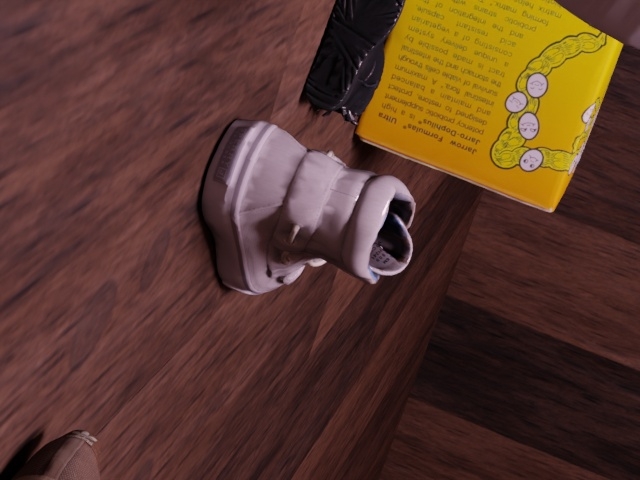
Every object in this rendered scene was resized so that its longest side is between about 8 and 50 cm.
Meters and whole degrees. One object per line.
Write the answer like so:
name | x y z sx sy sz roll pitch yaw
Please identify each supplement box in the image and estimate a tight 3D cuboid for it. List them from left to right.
supplement box | 0.194 -0.239 1.420 0.194 0.195 0.356 -46 157 -67

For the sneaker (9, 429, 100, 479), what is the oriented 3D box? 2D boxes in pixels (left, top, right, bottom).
sneaker | -0.142 0.185 0.846 0.071 0.066 0.188 -58 167 -54

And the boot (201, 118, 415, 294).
boot | 0.000 0.000 1.061 0.258 0.123 0.095 67 46 -77

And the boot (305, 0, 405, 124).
boot | 0.032 -0.143 1.170 0.121 0.045 0.099 -62 169 7

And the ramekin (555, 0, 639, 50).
ramekin | 0.196 -0.219 0.767 0.277 0.277 0.135 -63 -176 -32
